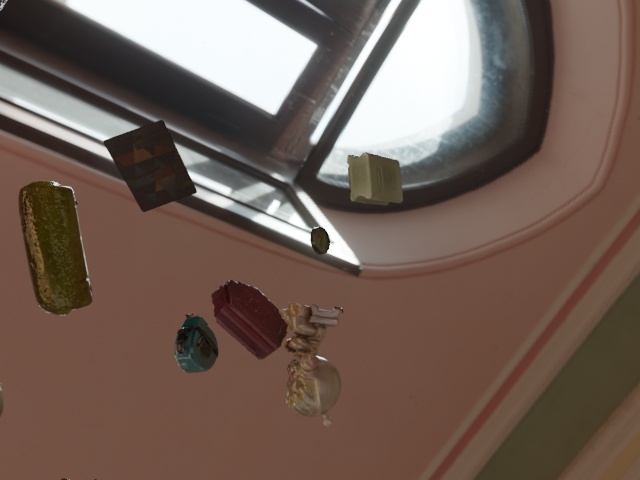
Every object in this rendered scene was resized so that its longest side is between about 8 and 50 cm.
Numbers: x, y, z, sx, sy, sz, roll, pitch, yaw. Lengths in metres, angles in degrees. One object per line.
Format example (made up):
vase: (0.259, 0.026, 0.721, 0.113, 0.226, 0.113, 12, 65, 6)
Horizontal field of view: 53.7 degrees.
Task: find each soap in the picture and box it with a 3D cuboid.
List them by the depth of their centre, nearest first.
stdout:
soap: (0.142, -0.155, 1.617, 0.066, 0.198, 0.119, -5, -92, 29)
soap: (-0.222, 0.232, 1.928, 0.099, 0.250, 0.162, -38, -162, 27)

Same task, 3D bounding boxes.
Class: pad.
pad: (-0.381, -0.164, 1.435, 0.142, 0.212, 0.003, -20, -138, -1)

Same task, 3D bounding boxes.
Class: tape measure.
tape measure: (-0.328, 0.282, 1.662, 0.080, 0.146, 0.125, -13, -144, 22)

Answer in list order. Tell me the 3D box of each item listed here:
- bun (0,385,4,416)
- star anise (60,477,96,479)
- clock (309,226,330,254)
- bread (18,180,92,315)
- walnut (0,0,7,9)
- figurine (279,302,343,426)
bun: (-0.667, 0.201, 0.934, 0.360, 0.359, 0.211, -47, -142, 29)
star anise: (-0.698, 0.761, 1.776, 0.208, 0.089, 0.231, -12, -152, 6)
clock: (0.000, 0.000, 1.856, 0.017, 0.085, 0.085, -12, -120, 34)
bread: (-0.743, 0.026, 1.754, 0.166, 0.112, 0.384, -2, -78, 15)
walnut: (-0.560, -0.457, 0.917, 0.269, 0.243, 0.222, -46, -160, 36)
figurine: (-0.016, 0.269, 1.372, 0.181, 0.144, 0.257, -18, -113, 56)
